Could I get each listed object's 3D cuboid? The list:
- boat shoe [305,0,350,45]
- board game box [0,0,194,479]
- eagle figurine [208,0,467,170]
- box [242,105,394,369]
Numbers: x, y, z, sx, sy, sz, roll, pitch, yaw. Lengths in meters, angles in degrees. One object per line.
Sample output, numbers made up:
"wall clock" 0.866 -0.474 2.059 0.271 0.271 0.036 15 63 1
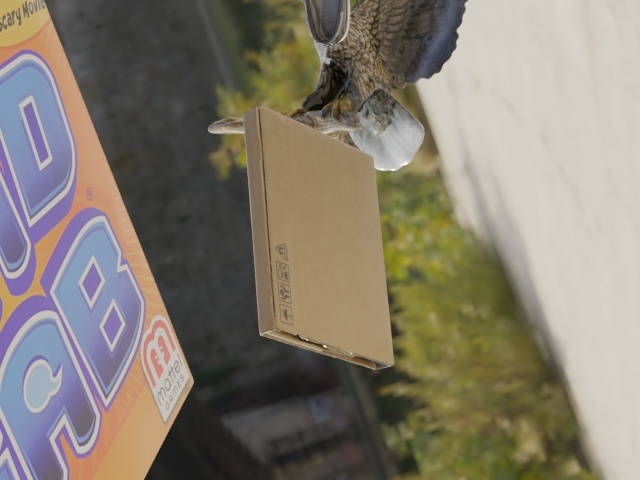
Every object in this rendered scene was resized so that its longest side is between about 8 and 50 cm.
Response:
"boat shoe" 0.004 -0.242 1.645 0.038 0.046 0.125 -40 -47 -69
"board game box" -0.340 0.062 1.048 0.356 0.356 0.356 -65 -38 -54
"eagle figurine" 0.034 -0.237 1.879 0.225 0.226 0.298 121 166 -68
"box" 0.000 0.000 1.515 0.164 0.021 0.201 21 -123 -48
